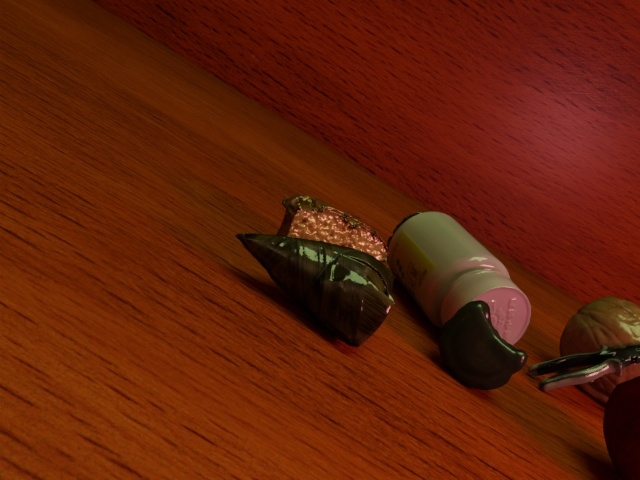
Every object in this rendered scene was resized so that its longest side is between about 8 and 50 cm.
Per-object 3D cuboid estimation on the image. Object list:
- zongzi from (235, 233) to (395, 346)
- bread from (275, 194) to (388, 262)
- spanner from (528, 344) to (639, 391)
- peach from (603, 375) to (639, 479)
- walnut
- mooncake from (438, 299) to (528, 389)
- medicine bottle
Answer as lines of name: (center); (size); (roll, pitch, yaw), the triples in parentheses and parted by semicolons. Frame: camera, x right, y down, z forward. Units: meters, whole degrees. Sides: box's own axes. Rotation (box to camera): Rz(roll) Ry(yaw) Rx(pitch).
zongzi: (-0.004, 0.049, 1.354); (0.300, 0.138, 0.286); (31, 12, 2)
bread: (0.004, -0.001, 1.507); (0.260, 0.160, 0.147); (17, 12, -36)
spanner: (0.665, 0.295, 1.725); (0.324, 0.040, 0.096); (-13, 27, -5)
peach: (0.695, 0.390, 1.354); (0.332, 0.308, 0.307); (38, 15, 33)
walnut: (0.793, 0.303, 1.899); (0.252, 0.277, 0.313); (-31, 65, -32)
mooncake: (0.326, 0.207, 1.442); (0.168, 0.175, 0.104); (-8, 0, 26)
medicine bottle: (0.316, 0.095, 1.696); (0.213, 0.214, 0.379); (24, 16, -28)
